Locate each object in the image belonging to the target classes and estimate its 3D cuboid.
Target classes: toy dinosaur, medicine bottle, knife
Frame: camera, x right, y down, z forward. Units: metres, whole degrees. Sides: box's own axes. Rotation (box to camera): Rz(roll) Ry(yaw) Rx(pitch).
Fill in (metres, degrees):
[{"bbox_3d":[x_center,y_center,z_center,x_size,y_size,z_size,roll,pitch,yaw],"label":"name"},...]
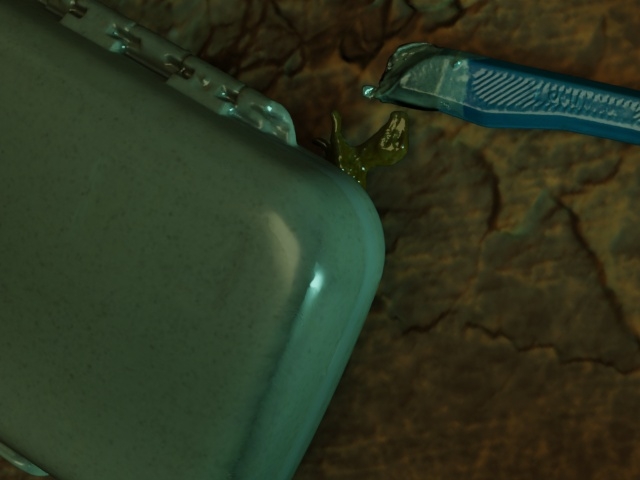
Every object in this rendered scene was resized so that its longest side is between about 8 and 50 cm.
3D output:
[{"bbox_3d":[0.000,0.000,1.116,0.126,0.039,0.162,-5,89,16],"label":"toy dinosaur"},{"bbox_3d":[-0.155,0.004,1.099,0.375,0.123,0.282,30,110,20],"label":"medicine bottle"},{"bbox_3d":[0.170,-0.074,1.067,0.296,0.026,0.044,14,79,15],"label":"knife"}]
